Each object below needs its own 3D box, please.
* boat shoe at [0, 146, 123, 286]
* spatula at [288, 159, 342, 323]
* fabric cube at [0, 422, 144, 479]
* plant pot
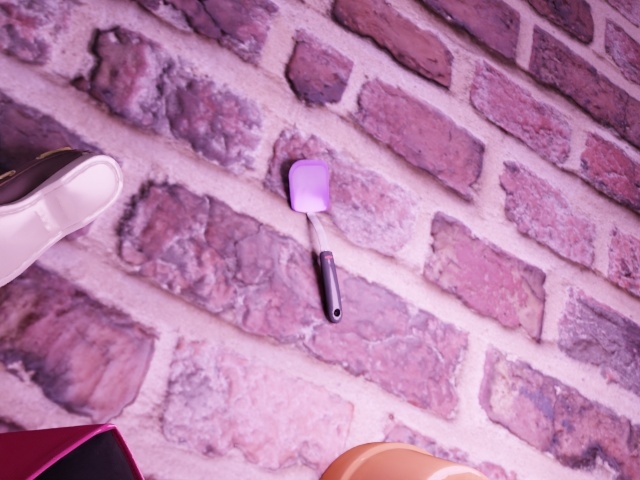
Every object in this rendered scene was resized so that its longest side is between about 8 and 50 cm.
[{"bbox_3d":[-0.425,-0.030,0.967,0.324,0.096,0.117,-39,135,-32],"label":"boat shoe"},{"bbox_3d":[0.000,0.000,1.258,0.084,0.030,0.296,-3,74,-31],"label":"spatula"},{"bbox_3d":[-0.309,0.345,0.663,0.254,0.258,0.259,-36,109,-54],"label":"fabric cube"},{"bbox_3d":[0.150,0.445,1.077,0.291,0.203,0.291,12,66,-27],"label":"plant pot"}]
